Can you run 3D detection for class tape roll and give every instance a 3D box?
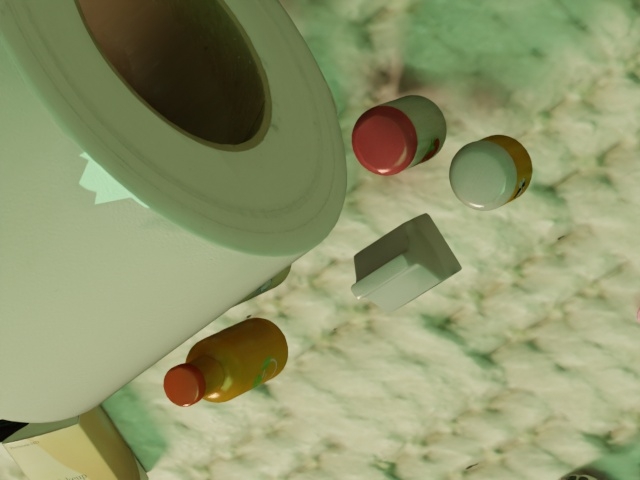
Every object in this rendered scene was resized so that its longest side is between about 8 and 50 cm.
[{"bbox_3d":[-0.128,-0.055,0.931,0.246,0.246,0.169,33,125,-31],"label":"tape roll"}]

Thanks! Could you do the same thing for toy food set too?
[{"bbox_3d":[0.000,0.000,1.061,0.232,0.104,0.111,-33,86,26],"label":"toy food set"}]

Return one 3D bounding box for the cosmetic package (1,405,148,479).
[{"bbox_3d":[-0.165,0.149,1.274,0.060,0.041,0.115,-16,134,13],"label":"cosmetic package"}]

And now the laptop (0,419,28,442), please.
[{"bbox_3d":[-0.442,0.085,1.095,0.408,0.236,0.382,44,151,-7],"label":"laptop"}]

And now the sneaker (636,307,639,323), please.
[{"bbox_3d":[0.247,0.081,1.223,0.047,0.057,0.119,-27,129,24],"label":"sneaker"}]

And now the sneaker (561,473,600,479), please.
[{"bbox_3d":[0.184,0.251,1.353,0.073,0.063,0.162,17,103,-34],"label":"sneaker"}]
